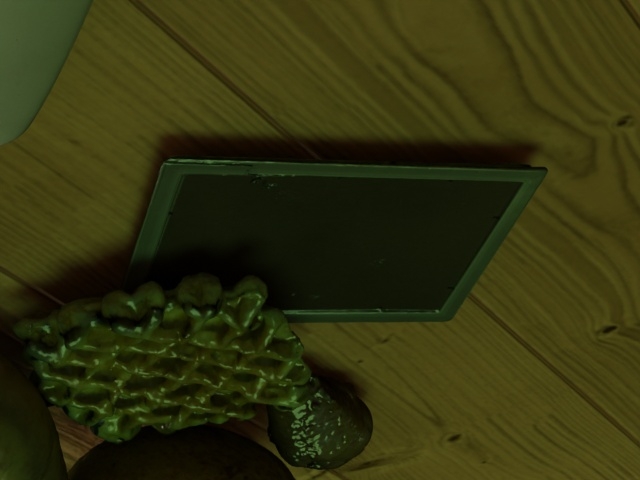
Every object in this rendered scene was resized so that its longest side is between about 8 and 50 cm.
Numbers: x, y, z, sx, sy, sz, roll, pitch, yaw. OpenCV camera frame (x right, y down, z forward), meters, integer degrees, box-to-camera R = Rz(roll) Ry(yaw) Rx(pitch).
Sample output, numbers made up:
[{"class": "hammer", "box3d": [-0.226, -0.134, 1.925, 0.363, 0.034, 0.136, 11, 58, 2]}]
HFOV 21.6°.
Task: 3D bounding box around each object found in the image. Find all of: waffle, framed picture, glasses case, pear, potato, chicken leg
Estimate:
[{"class": "waffle", "box3d": [-0.126, 0.090, 1.330, 0.223, 0.054, 0.204, -12, 148, 10]}, {"class": "framed picture", "box3d": [0.000, 0.000, 1.298, 0.296, 0.019, 0.232, 1, 147, -18]}, {"class": "glasses case", "box3d": [-0.192, -0.134, 1.004, 0.092, 0.059, 0.233, 4, 143, -25]}, {"class": "pear", "box3d": [-0.110, 0.257, 1.470, 0.211, 0.188, 0.228, 9, 167, 29]}, {"class": "potato", "box3d": [-0.302, 0.196, 1.355, 0.192, 0.141, 0.296, -6, 127, -5]}, {"class": "chicken leg", "box3d": [-0.021, 0.141, 1.463, 0.085, 0.069, 0.198, -24, 138, 15]}]

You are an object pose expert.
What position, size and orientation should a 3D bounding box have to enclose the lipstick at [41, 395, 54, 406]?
[{"class": "lipstick", "box3d": [-0.274, 0.143, 1.421, 0.177, 0.027, 0.027, -18, 146, 7]}]
